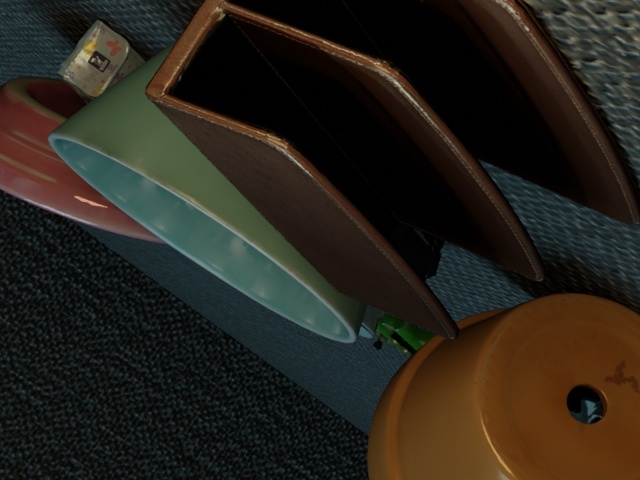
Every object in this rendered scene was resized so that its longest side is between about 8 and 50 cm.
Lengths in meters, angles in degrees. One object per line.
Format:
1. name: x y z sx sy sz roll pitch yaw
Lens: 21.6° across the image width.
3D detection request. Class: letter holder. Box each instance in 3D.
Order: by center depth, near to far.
1. letter holder: 0.068 -0.052 1.112 0.214 0.152 0.302 25 167 35

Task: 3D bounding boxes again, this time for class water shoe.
1. water shoe: 0.281 0.178 1.847 0.080 0.073 0.203 58 161 -11

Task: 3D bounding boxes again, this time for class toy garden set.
1. toy garden set: 0.068 0.108 2.207 0.244 0.049 0.204 24 167 45

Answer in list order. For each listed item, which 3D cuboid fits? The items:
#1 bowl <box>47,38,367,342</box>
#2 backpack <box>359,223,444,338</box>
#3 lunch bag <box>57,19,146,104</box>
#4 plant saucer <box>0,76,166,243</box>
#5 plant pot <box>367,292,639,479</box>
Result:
1. bowl: -0.057 -0.063 1.426 0.311 0.163 0.311 33 171 6
2. backpack: 0.000 0.000 1.625 0.188 0.144 0.166 31 176 32
3. lunch bag: -0.221 -0.174 1.696 0.053 0.071 0.083 29 169 35
4. plant saucer: -0.219 -0.092 1.762 0.332 0.084 0.332 18 -167 -4
5. plant pot: 0.202 0.174 1.486 0.291 0.291 0.203 33 154 5
